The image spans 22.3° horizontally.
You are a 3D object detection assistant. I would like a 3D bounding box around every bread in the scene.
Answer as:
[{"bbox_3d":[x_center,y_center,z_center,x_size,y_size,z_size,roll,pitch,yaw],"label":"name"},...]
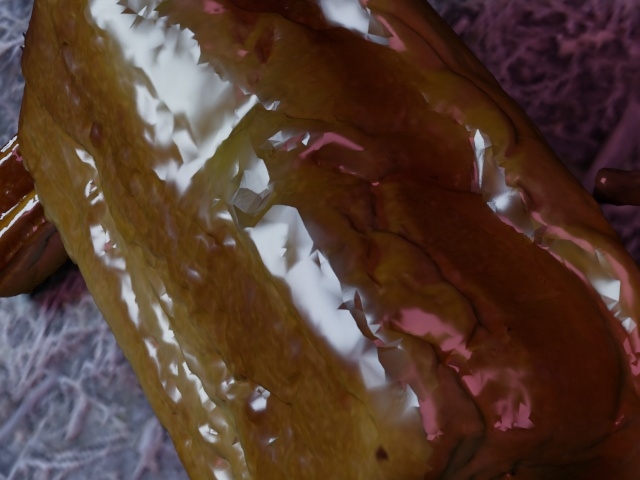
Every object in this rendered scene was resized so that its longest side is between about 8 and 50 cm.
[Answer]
[{"bbox_3d":[0.006,-0.003,0.636,0.344,0.149,0.195,56,142,35],"label":"bread"}]

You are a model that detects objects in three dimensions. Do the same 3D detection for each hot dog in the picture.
[{"bbox_3d":[-0.116,-0.042,0.803,0.165,0.045,0.071,-41,54,10],"label":"hot dog"}]

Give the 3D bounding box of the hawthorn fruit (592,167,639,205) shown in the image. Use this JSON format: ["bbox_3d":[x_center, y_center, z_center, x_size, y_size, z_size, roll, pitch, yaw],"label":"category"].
[{"bbox_3d":[0.207,-0.045,0.521,0.253,0.205,0.205,-11,65,36],"label":"hawthorn fruit"}]
